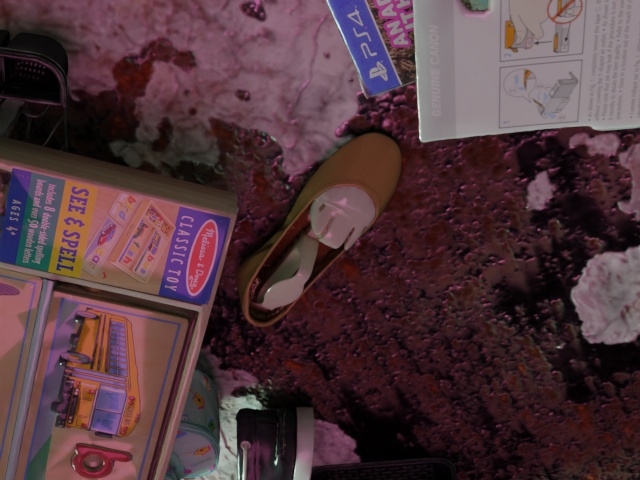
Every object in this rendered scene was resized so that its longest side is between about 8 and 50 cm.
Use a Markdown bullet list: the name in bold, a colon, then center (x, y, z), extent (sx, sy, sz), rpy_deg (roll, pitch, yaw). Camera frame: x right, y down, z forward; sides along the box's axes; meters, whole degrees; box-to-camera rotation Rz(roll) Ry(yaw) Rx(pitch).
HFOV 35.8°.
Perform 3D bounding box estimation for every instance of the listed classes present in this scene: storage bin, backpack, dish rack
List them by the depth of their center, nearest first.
- **dish rack**: center (-0.320, -0.069, 0.876), extent (0.208, 0.074, 0.271), rpy_deg (7, 129, -4)
- **backpack**: center (-0.198, 0.207, 1.046), extent (0.188, 0.144, 0.166), rpy_deg (-11, 145, -4)
- **storage bin**: center (0.075, 0.333, 1.158), extent (0.180, 0.122, 0.084), rpy_deg (-5, 128, 6)

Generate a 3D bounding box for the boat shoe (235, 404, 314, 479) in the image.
- **boat shoe**: center (-0.069, 0.311, 1.159), extent (0.091, 0.114, 0.302), rpy_deg (6, 117, -5)

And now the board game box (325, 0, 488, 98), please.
- **board game box**: center (0.122, -0.268, 0.662), extent (0.291, 0.141, 0.232), rpy_deg (-17, 126, 15)

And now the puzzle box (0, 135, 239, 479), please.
- **puzzle box**: center (-0.251, 0.117, 0.881), extent (0.272, 0.052, 0.408), rpy_deg (13, 112, -10)

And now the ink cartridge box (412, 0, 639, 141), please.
- **ink cartridge box**: center (0.172, -0.192, 0.593), extent (0.239, 0.060, 0.275), rpy_deg (-4, 129, 5)

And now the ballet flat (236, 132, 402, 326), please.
- **ballet flat**: center (0.000, 0.000, 0.924), extent (0.080, 0.073, 0.232), rpy_deg (27, 124, -20)
